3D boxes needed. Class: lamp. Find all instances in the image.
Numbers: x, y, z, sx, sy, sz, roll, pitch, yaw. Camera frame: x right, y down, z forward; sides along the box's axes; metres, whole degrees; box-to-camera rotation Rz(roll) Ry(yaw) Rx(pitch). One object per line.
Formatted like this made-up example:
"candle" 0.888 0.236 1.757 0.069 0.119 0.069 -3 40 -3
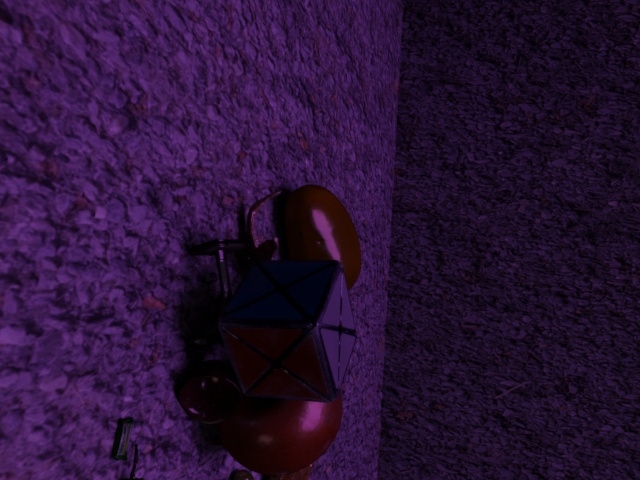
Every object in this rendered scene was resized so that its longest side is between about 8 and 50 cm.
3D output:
"lamp" -0.228 0.133 1.502 0.203 0.124 0.284 -4 96 -52

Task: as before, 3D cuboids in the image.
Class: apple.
"apple" -0.112 0.462 1.617 0.277 0.348 0.349 63 36 -45

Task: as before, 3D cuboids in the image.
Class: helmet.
"helmet" -0.269 0.367 1.486 0.106 0.154 0.175 -93 -179 -58

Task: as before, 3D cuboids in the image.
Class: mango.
"mango" 0.000 0.000 2.028 0.300 0.232 0.446 -63 142 -39

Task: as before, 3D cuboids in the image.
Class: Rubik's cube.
"Rubik's cube" -0.070 0.212 1.447 0.260 0.259 0.255 -66 150 -54

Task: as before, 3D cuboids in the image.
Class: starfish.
"starfish" -0.125 0.065 1.706 0.132 0.383 0.399 -20 113 -23

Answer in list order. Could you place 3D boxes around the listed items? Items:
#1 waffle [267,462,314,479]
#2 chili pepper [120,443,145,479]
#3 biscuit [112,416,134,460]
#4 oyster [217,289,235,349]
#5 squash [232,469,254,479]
"waffle" -0.073 0.733 2.033 0.349 0.077 0.304 -71 161 -1
"chili pepper" -0.396 0.593 1.263 0.122 0.065 0.279 -48 139 -73
"biscuit" -0.416 0.418 1.246 0.046 0.016 0.089 42 54 -67
"oyster" -0.253 0.222 1.613 0.108 0.053 0.166 -37 123 -81
"squash" -0.217 0.773 1.772 0.066 0.066 0.229 -57 145 -53
